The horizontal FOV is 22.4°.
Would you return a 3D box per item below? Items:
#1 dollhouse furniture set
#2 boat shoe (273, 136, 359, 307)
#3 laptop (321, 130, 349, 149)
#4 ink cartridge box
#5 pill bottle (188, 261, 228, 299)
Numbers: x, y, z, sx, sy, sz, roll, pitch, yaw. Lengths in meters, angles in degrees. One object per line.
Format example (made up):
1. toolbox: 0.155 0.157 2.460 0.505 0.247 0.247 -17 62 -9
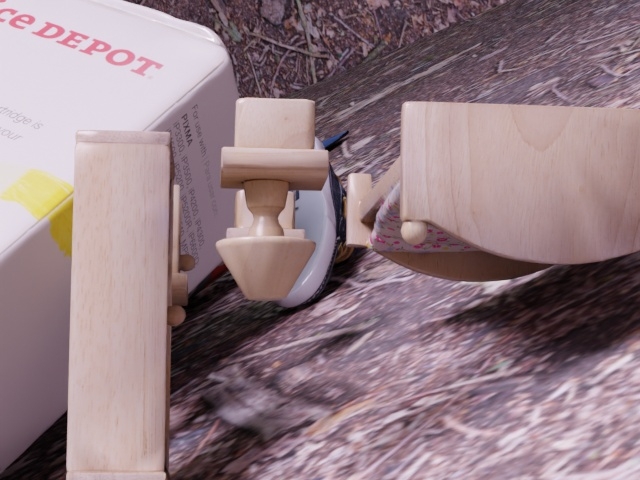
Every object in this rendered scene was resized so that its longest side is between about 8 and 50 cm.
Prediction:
1. dollhouse furniture set: 0.055 0.045 0.827 0.355 0.174 0.303 2 -7 -5
2. boat shoe: 0.000 0.000 1.214 0.065 0.083 0.183 -24 35 21
3. laptop: -0.242 -0.104 2.038 0.382 0.408 0.236 -22 43 32
4. ink cartridge box: -0.262 -0.001 1.040 0.279 0.160 0.385 23 51 30
5. pill bottle: -0.238 0.016 1.307 0.210 0.210 0.363 -18 15 48
